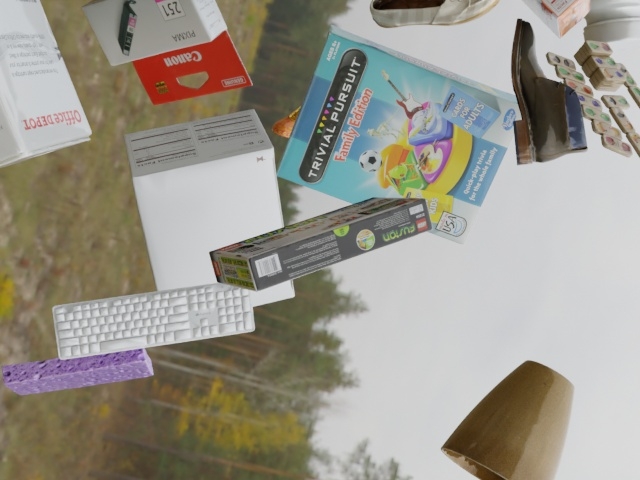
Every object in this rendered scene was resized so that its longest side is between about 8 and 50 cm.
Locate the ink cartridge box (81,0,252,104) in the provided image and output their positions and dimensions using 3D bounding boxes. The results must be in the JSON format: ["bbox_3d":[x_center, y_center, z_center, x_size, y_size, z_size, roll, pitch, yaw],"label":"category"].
[{"bbox_3d":[-0.288,-0.363,1.925,0.060,0.275,0.239,-48,123,-43],"label":"ink cartridge box"}]

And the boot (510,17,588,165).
[{"bbox_3d":[0.338,-0.223,1.533,0.082,0.106,0.219,-3,91,-78],"label":"boot"}]

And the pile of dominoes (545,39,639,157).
[{"bbox_3d":[0.519,-0.244,1.790,0.040,0.196,0.251,-55,-131,42],"label":"pile of dominoes"}]

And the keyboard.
[{"bbox_3d":[-0.215,0.102,1.346,0.014,0.256,0.072,-167,-110,-77],"label":"keyboard"}]

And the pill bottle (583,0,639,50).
[{"bbox_3d":[0.595,-0.556,2.117,0.176,0.176,0.318,-176,-99,-85],"label":"pill bottle"}]

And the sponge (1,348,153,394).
[{"bbox_3d":[-0.363,0.198,1.564,0.117,0.210,0.031,94,-14,-72],"label":"sponge"}]

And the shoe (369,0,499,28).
[{"bbox_3d":[0.186,-0.391,1.688,0.058,0.219,0.076,39,46,-68],"label":"shoe"}]

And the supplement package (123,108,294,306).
[{"bbox_3d":[-0.166,-0.034,1.544,0.145,0.204,0.261,-118,-162,-57],"label":"supplement package"}]

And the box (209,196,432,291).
[{"bbox_3d":[0.000,0.000,1.076,0.114,0.207,0.036,6,-67,65],"label":"box"}]

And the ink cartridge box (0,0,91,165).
[{"bbox_3d":[-0.390,-0.216,1.175,0.197,0.114,0.272,-49,118,-75],"label":"ink cartridge box"}]

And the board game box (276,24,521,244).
[{"bbox_3d":[0.127,-0.170,1.692,0.079,0.336,0.253,-84,-165,-69],"label":"board game box"}]

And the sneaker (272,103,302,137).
[{"bbox_3d":[-0.043,-0.253,2.133,0.175,0.064,0.067,-33,145,-53],"label":"sneaker"}]

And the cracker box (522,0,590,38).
[{"bbox_3d":[0.286,-0.404,1.484,0.067,0.232,0.156,-43,172,11],"label":"cracker box"}]

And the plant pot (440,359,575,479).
[{"bbox_3d":[0.415,0.386,2.136,0.254,0.237,0.237,-56,-179,-14],"label":"plant pot"}]
